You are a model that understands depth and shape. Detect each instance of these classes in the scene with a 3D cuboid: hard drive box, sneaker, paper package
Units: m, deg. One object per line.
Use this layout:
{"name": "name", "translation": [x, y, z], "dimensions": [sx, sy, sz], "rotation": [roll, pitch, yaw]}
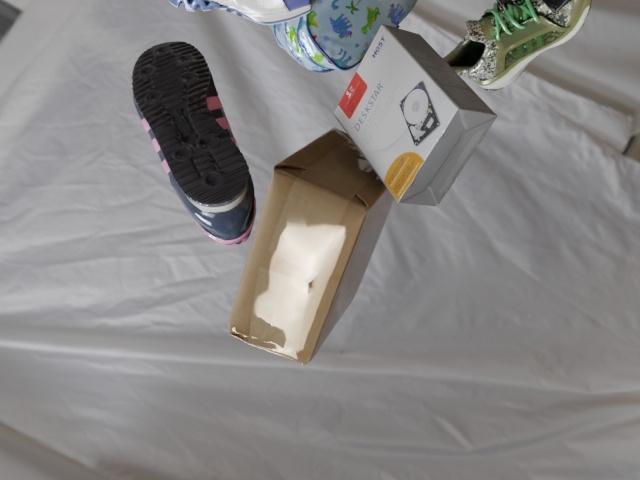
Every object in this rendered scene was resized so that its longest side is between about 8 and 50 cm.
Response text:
{"name": "hard drive box", "translation": [0.140, -0.197, 1.153], "dimensions": [0.181, 0.089, 0.232], "rotation": [-60, 45, 32]}
{"name": "sneaker", "translation": [0.401, -0.450, 1.533], "dimensions": [0.410, 0.182, 0.158], "rotation": [-48, 57, 55]}
{"name": "sneaker", "translation": [-0.167, -0.127, 0.955], "dimensions": [0.131, 0.112, 0.319], "rotation": [81, 169, -55]}
{"name": "sneaker", "translation": [-0.165, -0.505, 1.335], "dimensions": [0.182, 0.315, 0.128], "rotation": [64, -145, -69]}
{"name": "paper package", "translation": [0.000, 0.000, 1.299], "dimensions": [0.309, 0.168, 0.325], "rotation": [-47, -21, -61]}

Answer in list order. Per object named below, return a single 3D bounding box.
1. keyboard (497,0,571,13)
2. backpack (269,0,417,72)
{"name": "keyboard", "translation": [0.298, -0.503, 1.200], "dimensions": [0.033, 0.317, 0.201], "rotation": [-39, -4, -26]}
{"name": "backpack", "translation": [0.049, -0.522, 1.517], "dimensions": [0.355, 0.290, 0.273], "rotation": [-34, 52, 11]}
